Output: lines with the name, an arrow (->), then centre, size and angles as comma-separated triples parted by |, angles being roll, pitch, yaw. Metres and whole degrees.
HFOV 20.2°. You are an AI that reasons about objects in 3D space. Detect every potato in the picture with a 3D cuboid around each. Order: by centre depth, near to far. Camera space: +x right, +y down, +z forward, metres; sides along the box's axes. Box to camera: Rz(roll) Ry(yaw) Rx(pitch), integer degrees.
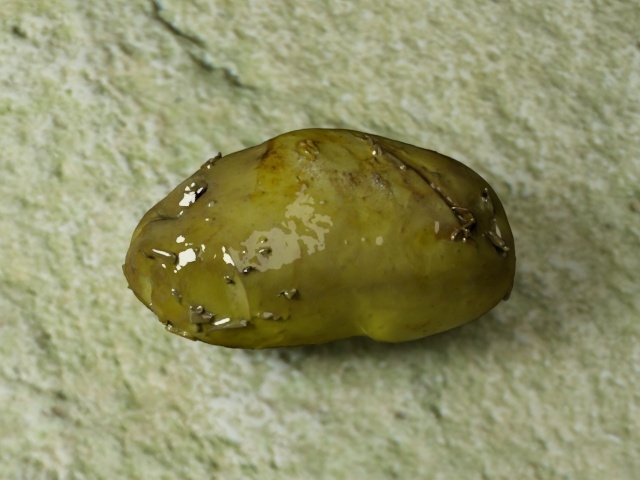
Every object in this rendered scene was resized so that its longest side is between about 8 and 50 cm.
potato -> 0.000, 0.000, 1.364 | 0.300, 0.140, 0.173 | -5, 69, -12
